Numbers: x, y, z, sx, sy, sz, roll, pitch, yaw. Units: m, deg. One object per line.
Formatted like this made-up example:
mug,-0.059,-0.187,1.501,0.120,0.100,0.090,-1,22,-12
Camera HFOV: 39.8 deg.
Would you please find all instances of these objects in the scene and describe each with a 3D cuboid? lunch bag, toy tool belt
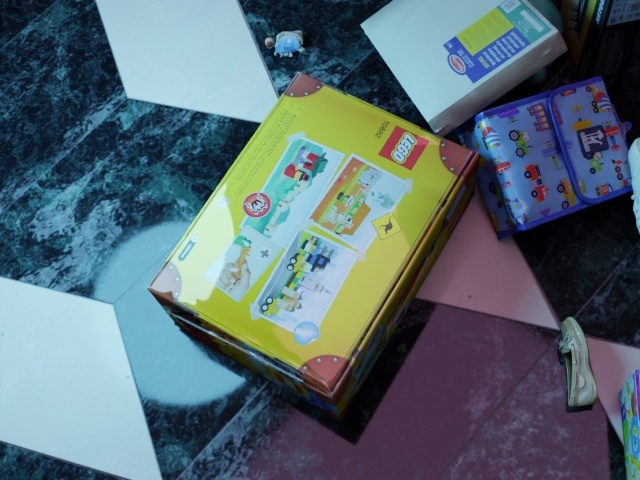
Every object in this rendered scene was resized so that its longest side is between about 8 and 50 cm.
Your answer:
lunch bag,0.433,-0.157,1.610,0.293,0.138,0.220,-20,87,-12
toy tool belt,-0.075,-0.410,1.858,0.083,0.052,0.051,-8,56,5

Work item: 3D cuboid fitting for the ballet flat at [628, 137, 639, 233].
ballet flat,0.630,-0.167,1.587,0.147,0.147,0.409,28,62,19

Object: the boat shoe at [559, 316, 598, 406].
boat shoe,0.428,0.205,1.502,0.048,0.056,0.152,-8,72,0

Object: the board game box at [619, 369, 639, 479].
board game box,0.553,0.352,1.365,0.142,0.144,0.275,0,65,9

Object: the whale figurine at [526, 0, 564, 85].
whale figurine,0.353,-0.383,1.731,0.272,0.141,0.216,-40,67,-12

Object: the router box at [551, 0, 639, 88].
router box,0.518,-0.463,1.651,0.081,0.309,0.242,-11,64,2

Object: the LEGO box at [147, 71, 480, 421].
LEGO box,0.000,0.000,1.576,0.373,0.193,0.500,28,73,17

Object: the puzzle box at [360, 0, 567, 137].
puzzle box,0.253,-0.386,1.675,0.272,0.052,0.408,-34,40,10
